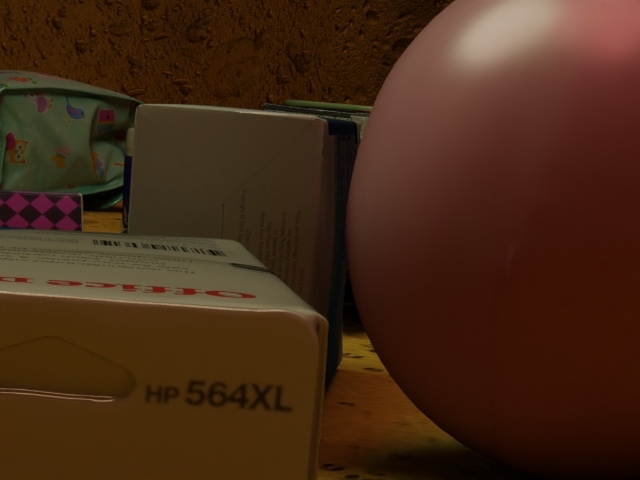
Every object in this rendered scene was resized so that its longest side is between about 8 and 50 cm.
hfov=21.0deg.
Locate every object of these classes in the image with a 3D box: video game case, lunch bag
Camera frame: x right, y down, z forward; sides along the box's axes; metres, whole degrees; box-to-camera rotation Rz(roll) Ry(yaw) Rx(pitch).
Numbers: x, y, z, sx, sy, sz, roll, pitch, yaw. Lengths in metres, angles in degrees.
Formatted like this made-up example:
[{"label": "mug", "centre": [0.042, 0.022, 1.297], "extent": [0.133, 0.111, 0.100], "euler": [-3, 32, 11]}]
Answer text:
[{"label": "video game case", "centre": [-0.312, -0.013, 1.172], "extent": [0.232, 0.042, 0.210], "euler": [2, -3, -36]}, {"label": "lunch bag", "centre": [-0.331, -0.120, 2.022], "extent": [0.223, 0.160, 0.262], "euler": [8, 11, 43]}]

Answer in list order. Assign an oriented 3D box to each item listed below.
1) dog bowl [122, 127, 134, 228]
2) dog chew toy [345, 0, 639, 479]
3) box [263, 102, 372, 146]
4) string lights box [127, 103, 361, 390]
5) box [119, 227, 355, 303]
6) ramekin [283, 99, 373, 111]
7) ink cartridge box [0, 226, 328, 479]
[{"label": "dog bowl", "centre": [-0.073, -0.056, 1.795], "extent": [0.265, 0.104, 0.265], "euler": [5, 4, 0]}, {"label": "dog chew toy", "centre": [0.181, 0.011, 0.639], "extent": [0.332, 0.206, 0.206], "euler": [15, 8, 21]}, {"label": "box", "centre": [0.082, -0.048, 1.632], "extent": [0.247, 0.142, 0.163], "euler": [-1, 8, -44]}, {"label": "string lights box", "centre": [-0.028, 0.007, 0.789], "extent": [0.077, 0.133, 0.260], "euler": [5, 4, 4]}, {"label": "box", "centre": [0.000, 0.000, 1.142], "extent": [0.233, 0.044, 0.159], "euler": [2, -18, -34]}, {"label": "ramekin", "centre": [0.097, -0.093, 2.205], "extent": [0.303, 0.148, 0.303], "euler": [5, 4, 0]}, {"label": "ink cartridge box", "centre": [-0.087, 0.045, 0.531], "extent": [0.148, 0.086, 0.203], "euler": [4, 5, -8]}]
